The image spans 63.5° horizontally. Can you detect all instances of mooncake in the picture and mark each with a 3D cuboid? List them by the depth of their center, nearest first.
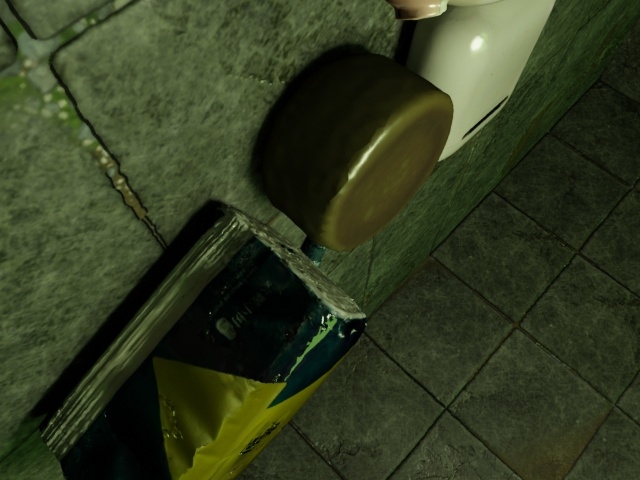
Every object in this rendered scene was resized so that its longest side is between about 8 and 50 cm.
[{"bbox_3d":[0.051,-0.128,0.755,0.284,0.155,0.284,-40,159,-18],"label":"mooncake"}]

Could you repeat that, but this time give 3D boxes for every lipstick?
[{"bbox_3d":[0.000,0.000,1.060,0.053,0.053,0.234,-26,150,-50],"label":"lipstick"}]

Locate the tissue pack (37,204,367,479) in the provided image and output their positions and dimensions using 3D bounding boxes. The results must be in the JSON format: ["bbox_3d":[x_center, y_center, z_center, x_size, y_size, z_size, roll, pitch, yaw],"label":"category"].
[{"bbox_3d":[-0.157,0.190,0.762,0.416,0.253,0.264,-48,162,2],"label":"tissue pack"}]

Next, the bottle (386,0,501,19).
[{"bbox_3d":[0.154,-0.340,0.601,0.236,0.147,0.148,-30,155,-28],"label":"bottle"}]

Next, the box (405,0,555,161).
[{"bbox_3d":[0.256,-0.305,0.892,0.288,0.141,0.349,-42,161,-23],"label":"box"}]
